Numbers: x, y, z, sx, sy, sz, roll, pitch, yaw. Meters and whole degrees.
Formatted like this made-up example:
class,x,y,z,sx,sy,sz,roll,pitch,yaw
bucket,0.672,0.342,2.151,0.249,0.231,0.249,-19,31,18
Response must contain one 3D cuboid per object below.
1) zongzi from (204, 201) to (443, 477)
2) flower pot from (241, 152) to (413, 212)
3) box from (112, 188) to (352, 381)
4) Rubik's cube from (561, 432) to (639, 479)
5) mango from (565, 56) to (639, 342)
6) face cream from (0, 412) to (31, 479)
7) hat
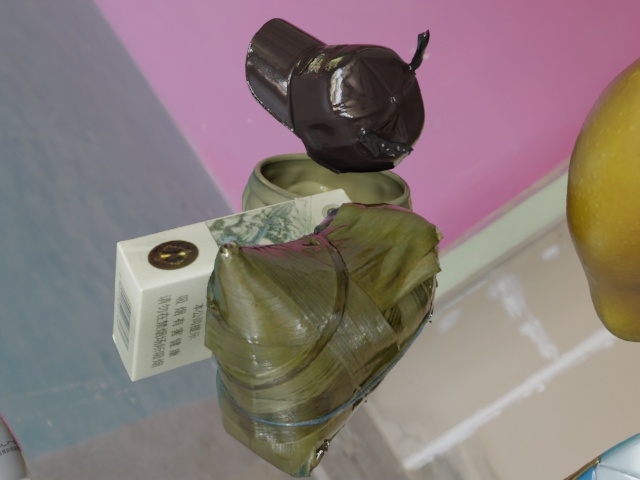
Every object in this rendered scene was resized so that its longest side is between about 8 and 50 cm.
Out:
class,x,y,z,sx,sy,sz,roll,pitch,yaw
zongzi,0.011,0.018,0.757,0.125,0.251,0.274,24,-35,24
flower pot,0.000,0.000,1.695,0.307,0.244,0.307,8,21,-3
box,-0.088,0.047,1.043,0.069,0.256,0.164,59,-29,31
Rubik's cube,0.450,0.411,1.353,0.254,0.254,0.254,51,13,-17
mango,0.197,-0.022,0.537,0.099,0.136,0.227,48,-16,33
face cream,-0.327,0.210,0.921,0.095,0.091,0.091,48,10,17
hat,0.054,-0.256,1.573,0.336,0.209,0.238,40,60,-13
